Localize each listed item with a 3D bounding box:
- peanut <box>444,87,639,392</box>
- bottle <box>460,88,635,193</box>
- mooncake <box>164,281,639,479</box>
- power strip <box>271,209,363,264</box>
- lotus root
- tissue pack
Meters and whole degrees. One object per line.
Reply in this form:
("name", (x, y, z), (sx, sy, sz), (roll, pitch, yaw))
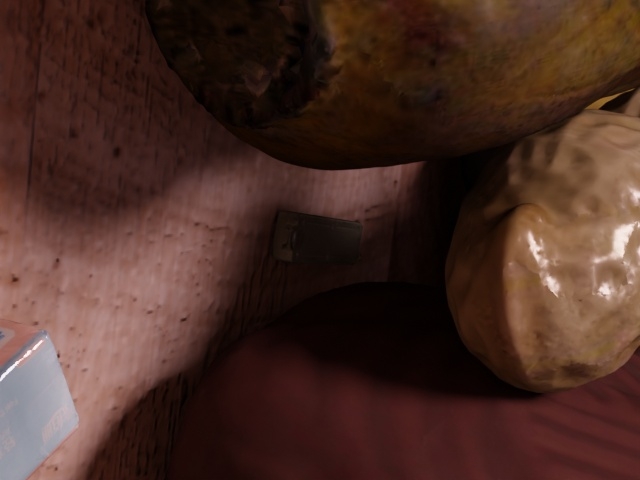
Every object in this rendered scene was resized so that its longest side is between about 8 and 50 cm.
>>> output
("peanut", (0.151, -0.005, 0.744), (0.298, 0.120, 0.136), (-21, 100, -56))
("bottle", (0.173, 0.043, 0.972), (0.171, 0.171, 0.351), (-26, 118, -53))
("mooncake", (0.081, 0.143, 0.721), (0.325, 0.334, 0.174), (8, 108, -21))
("power strip", (0.000, 0.000, 0.818), (0.083, 0.017, 0.027), (7, 96, -59))
("lotus root", (0.065, -0.157, 0.662), (0.346, 0.250, 0.251), (-31, 127, -46))
("tissue pack", (-0.146, 0.074, 0.548), (0.094, 0.074, 0.059), (-45, 130, -41))
